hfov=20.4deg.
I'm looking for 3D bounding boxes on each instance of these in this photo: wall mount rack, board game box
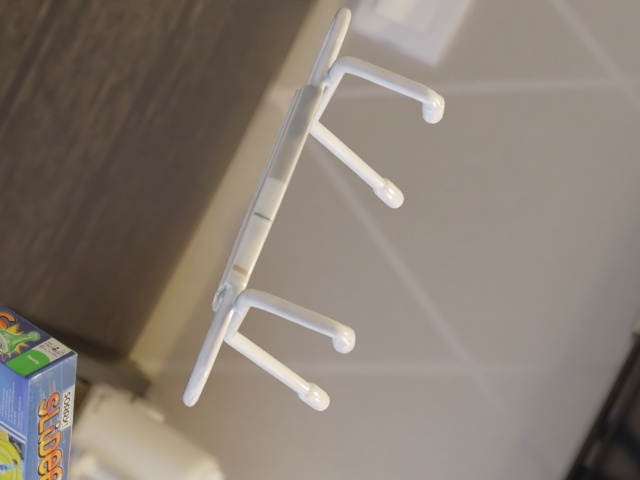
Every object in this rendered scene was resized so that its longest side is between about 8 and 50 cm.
[{"bbox_3d":[0.000,0.000,1.462,0.304,0.130,0.350,119,-7,-75],"label":"wall mount rack"},{"bbox_3d":[-0.195,0.116,0.952,0.035,0.136,0.201,-29,139,-45],"label":"board game box"}]
